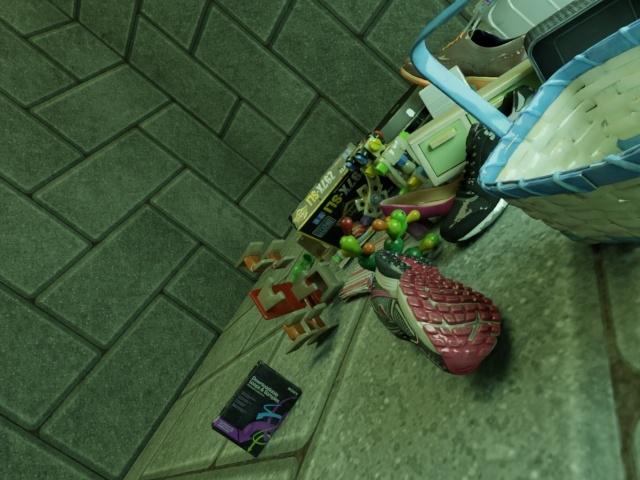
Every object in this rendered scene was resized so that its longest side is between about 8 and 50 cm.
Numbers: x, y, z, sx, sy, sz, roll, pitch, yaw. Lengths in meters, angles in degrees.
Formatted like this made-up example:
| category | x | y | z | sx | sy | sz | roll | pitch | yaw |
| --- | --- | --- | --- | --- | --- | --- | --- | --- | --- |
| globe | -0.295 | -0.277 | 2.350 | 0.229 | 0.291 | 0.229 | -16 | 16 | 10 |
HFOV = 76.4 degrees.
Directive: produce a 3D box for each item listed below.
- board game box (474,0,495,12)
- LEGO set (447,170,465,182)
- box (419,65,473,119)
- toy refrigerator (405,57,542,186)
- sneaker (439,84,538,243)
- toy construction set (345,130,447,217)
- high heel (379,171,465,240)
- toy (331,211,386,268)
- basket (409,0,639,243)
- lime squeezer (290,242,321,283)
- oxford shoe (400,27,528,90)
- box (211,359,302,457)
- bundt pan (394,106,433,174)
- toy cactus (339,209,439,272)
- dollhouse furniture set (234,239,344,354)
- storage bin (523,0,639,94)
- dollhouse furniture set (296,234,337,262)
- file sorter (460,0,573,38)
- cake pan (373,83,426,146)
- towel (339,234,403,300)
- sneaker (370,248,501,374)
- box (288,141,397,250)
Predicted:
| category | x | y | z | sx | sy | sz | roll | pitch | yaw |
| --- | --- | --- | --- | --- | --- | --- | --- | --- | --- |
| board game box | 0.444 | -0.638 | 0.970 | 0.154 | 0.026 | 0.103 | -58 | 11 | -8 |
| LEGO set | 0.330 | -0.244 | 0.942 | 0.132 | 0.107 | 0.287 | -45 | 11 | 34 |
| box | 0.302 | -0.333 | 0.950 | 0.102 | 0.087 | 0.101 | -32 | -4 | 28 |
| toy refrigerator | 0.305 | -0.220 | 0.761 | 0.269 | 0.102 | 0.094 | -30 | 15 | 17 |
| sneaker | 0.278 | -0.130 | 0.693 | 0.283 | 0.124 | 0.107 | -51 | 9 | 2 |
| toy construction set | 0.179 | -0.180 | 1.094 | 0.151 | 0.215 | 0.328 | -57 | 10 | -21 |
| high heel | 0.233 | -0.102 | 0.823 | 0.244 | 0.117 | 0.082 | -42 | 12 | 45 |
| toy | 0.119 | -0.025 | 1.286 | 0.237 | 0.056 | 0.137 | -51 | 10 | 3 |
| basket | 0.234 | -0.126 | 0.360 | 0.201 | 0.289 | 0.255 | -57 | 12 | -3 |
| lime squeezer | -0.067 | 0.111 | 1.737 | 0.310 | 0.059 | 0.110 | -56 | -20 | -21 |
| oxford shoe | 0.355 | -0.459 | 1.013 | 0.364 | 0.132 | 0.130 | 23 | 52 | 41 |
| box | -0.131 | 0.350 | 0.851 | 0.162 | 0.116 | 0.029 | -54 | 11 | -11 |
| bundt pan | 0.331 | -0.331 | 1.229 | 0.331 | 0.124 | 0.331 | -50 | 10 | 12 |
| toy cactus | 0.123 | 0.032 | 0.754 | 0.112 | 0.219 | 0.180 | 13 | 102 | 51 |
| dollhouse furniture set | -0.067 | 0.139 | 1.034 | 0.259 | 0.262 | 0.135 | -7 | -35 | -52 |
| storage bin | 0.412 | -0.298 | 0.599 | 0.180 | 0.122 | 0.084 | -27 | 22 | 34 |
| dollhouse furniture set | 0.000 | 0.000 | 1.555 | 0.144 | 0.123 | 0.151 | -51 | 9 | 4 |
| file sorter | 0.508 | -0.549 | 1.009 | 0.173 | 0.193 | 0.278 | -57 | 10 | -16 |
| cake pan | 0.259 | -0.409 | 1.328 | 0.293 | 0.054 | 0.293 | -49 | 9 | 10 |
| towel | 0.128 | 0.061 | 1.005 | 0.197 | 0.029 | 0.144 | -54 | 9 | -29 |
| sneaker | 0.143 | 0.100 | 0.563 | 0.299 | 0.121 | 0.112 | -105 | 25 | -78 |
| box | 0.083 | -0.132 | 1.339 | 0.322 | 0.257 | 0.079 | -49 | 52 | 13 |
